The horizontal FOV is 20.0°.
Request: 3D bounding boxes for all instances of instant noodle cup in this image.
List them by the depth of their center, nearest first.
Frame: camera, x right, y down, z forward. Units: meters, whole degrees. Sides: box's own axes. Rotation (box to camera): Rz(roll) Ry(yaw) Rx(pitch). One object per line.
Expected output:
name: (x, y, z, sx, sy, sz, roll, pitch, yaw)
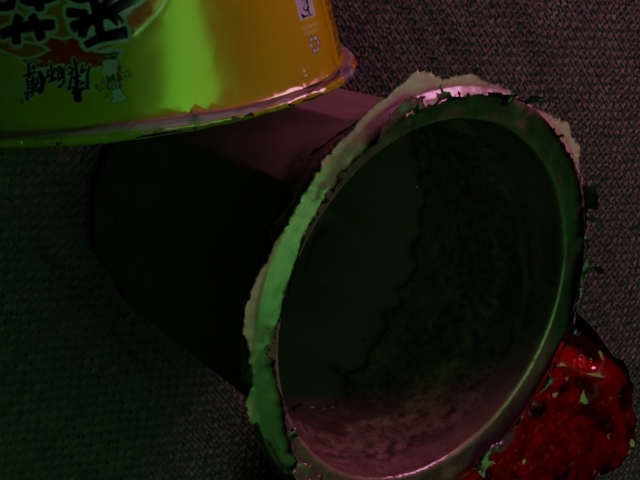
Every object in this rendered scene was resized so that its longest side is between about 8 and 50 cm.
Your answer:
instant noodle cup: (-0.118, -0.177, 1.039, 0.264, 0.264, 0.200, -18, 109, -31)

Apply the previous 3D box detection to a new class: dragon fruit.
dragon fruit: (0.091, 0.146, 1.411, 0.344, 0.100, 0.282, -34, 123, -27)

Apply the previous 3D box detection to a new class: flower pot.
flower pot: (0.000, 0.000, 1.176, 0.290, 0.259, 0.290, -17, 119, -34)
